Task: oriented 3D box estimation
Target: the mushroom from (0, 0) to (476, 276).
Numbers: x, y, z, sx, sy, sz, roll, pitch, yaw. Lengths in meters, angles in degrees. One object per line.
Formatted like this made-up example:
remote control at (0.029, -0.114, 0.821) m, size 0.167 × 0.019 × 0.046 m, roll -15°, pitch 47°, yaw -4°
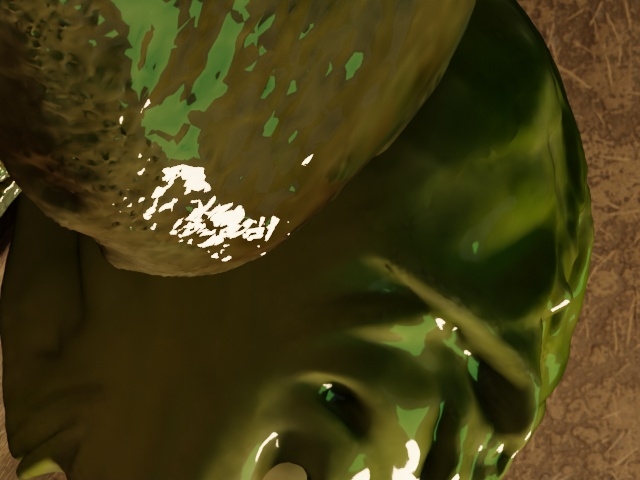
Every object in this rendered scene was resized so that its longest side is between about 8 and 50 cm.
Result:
mushroom at (-0.040, -0.112, 0.493) m, size 0.292 × 0.212 × 0.217 m, roll -48°, pitch -177°, yaw -25°

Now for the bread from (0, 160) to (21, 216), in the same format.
bread at (-0.139, -0.058, 0.792) m, size 0.156 × 0.064 × 0.117 m, roll -57°, pitch 177°, yaw 1°

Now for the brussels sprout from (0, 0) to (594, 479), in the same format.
brussels sprout at (-0.006, -0.019, 1.168) m, size 0.425 × 0.342 × 0.361 m, roll -75°, pitch 171°, yaw -83°
